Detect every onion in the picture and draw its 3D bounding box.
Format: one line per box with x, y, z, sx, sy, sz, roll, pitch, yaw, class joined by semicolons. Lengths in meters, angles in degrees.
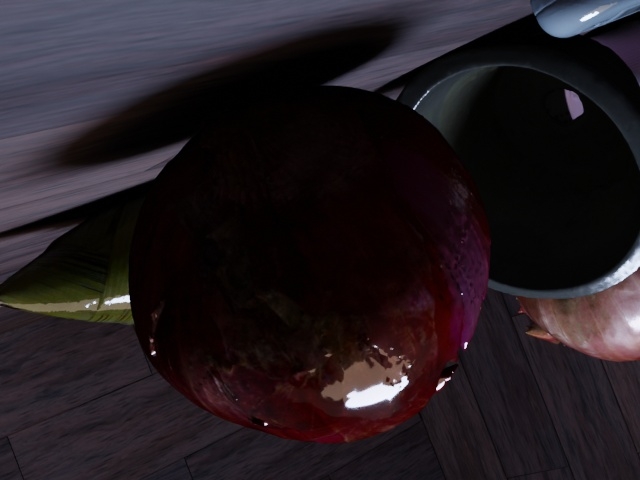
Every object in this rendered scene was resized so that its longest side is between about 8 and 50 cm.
0.384;-0.003;1.610;0.354;0.353;0.353;-21;179;0;onion
-0.010;0.010;0.918;0.276;0.276;0.276;-21;179;0;onion

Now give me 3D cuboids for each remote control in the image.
0.265;-0.203;0.919;0.244;0.047;0.087;-23;176;-14;remote control

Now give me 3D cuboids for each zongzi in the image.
-0.140;0.000;1.214;0.286;0.138;0.300;-26;171;27;zongzi

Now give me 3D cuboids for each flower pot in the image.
0.212;-0.094;1.199;0.269;0.269;0.166;-22;-160;41;flower pot

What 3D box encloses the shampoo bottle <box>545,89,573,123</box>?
0.293;-0.167;1.722;0.278;0.104;0.104;-22;179;-3;shampoo bottle

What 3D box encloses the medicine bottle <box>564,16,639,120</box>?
0.425;-0.198;1.463;0.254;0.152;0.152;-20;179;-18;medicine bottle
